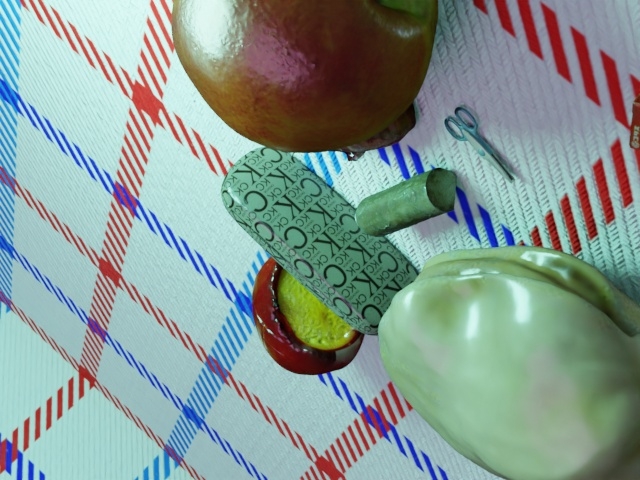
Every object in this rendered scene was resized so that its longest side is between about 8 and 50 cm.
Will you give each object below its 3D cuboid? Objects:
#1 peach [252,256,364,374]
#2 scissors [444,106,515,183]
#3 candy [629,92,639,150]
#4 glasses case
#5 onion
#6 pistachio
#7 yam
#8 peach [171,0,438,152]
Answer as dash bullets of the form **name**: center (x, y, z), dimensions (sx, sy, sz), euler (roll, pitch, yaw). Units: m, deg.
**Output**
- **peach**: center (-0.019, 0.113, 1.659), dimensions (0.189, 0.196, 0.226), euler (-2, 133, 4)
- **scissors**: center (0.207, -0.119, 1.294), dimensions (0.119, 0.014, 0.058), euler (49, 152, 0)
- **candy**: center (0.391, -0.115, 1.066), dimensions (0.122, 0.038, 0.062), euler (23, 142, 32)
- **glasses case**: center (0.000, 0.000, 1.549), dimensions (0.354, 0.137, 0.085), euler (42, 149, 4)
- **onion**: center (0.019, -0.175, 1.366), dimensions (0.206, 0.098, 0.151), euler (1, 129, 49)
- **pistachio**: center (0.279, 0.172, 1.290), dimensions (0.445, 0.281, 0.365), euler (21, 135, 27)
- **yam**: center (0.123, -0.053, 1.418), dimensions (0.068, 0.068, 0.169), euler (53, 146, -12)
- **peach**: center (-0.023, -0.243, 1.165), dimensions (0.308, 0.308, 0.332), euler (55, 151, -15)
